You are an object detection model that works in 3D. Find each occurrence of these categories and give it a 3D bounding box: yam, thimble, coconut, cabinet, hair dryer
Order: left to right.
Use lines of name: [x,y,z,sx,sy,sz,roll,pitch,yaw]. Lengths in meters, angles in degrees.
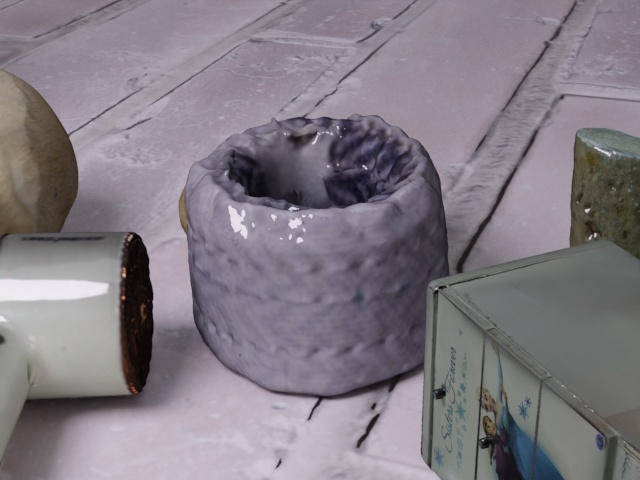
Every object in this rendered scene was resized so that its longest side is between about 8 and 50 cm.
coconut: [-0.323,-0.055,0.999,0.224,0.224,0.224,-1,26,1]
hair dryer: [-0.233,0.111,0.732,0.203,0.128,0.362,-1,27,0]
thimble: [0.000,0.000,0.912,0.217,0.157,0.245,1,26,4]
cabinet: [0.174,0.117,0.678,0.150,0.145,0.206,-12,28,-21]
yam: [0.236,0.002,0.873,0.078,0.179,0.078,-1,12,0]

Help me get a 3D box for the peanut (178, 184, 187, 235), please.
peanut: [-0.038,-0.052,1.089,0.228,0.104,0.085,-20,71,-35]
